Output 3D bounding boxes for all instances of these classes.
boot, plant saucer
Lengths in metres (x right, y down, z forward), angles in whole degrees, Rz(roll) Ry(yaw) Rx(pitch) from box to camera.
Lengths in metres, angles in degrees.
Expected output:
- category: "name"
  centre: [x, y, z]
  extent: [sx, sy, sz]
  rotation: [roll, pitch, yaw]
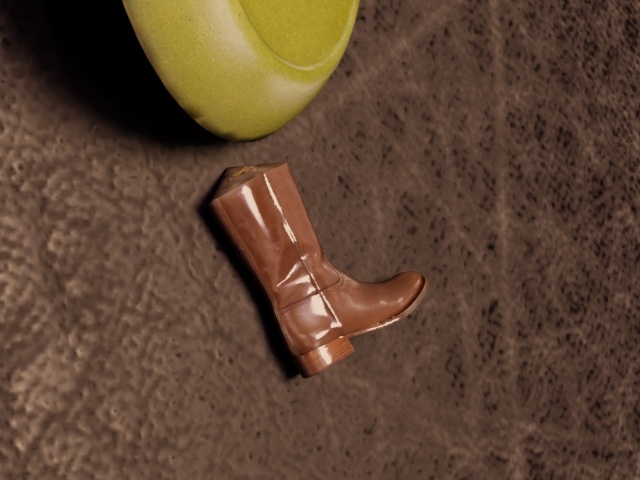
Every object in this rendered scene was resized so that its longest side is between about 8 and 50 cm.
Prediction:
- category: "boot"
  centre: [0.000, 0.000, 0.676]
  extent: [0.106, 0.037, 0.114]
  rotation: [-33, 97, -42]
- category: "plant saucer"
  centre: [-0.029, -0.169, 0.619]
  extent: [0.241, 0.037, 0.241]
  rotation: [-2, 90, -66]
